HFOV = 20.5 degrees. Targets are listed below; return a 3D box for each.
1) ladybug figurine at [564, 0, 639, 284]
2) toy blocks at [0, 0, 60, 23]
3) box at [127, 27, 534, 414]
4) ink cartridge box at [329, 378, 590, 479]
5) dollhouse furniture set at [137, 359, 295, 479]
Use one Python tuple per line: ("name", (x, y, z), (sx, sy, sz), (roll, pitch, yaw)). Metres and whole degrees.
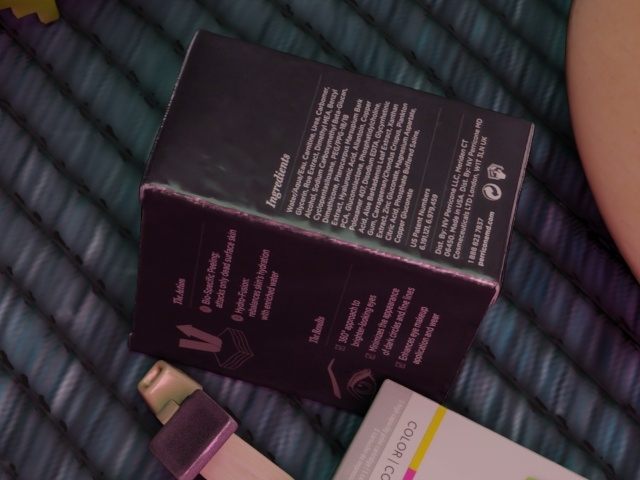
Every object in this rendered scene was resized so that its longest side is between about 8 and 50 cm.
("ladybug figurine", (0.324, -0.019, 0.844), (0.449, 0.162, 0.305), (37, 92, 10))
("toy blocks", (-0.287, -0.195, 0.777), (0.261, 0.381, 0.190), (-20, 64, -6))
("box", (0.000, 0.000, 0.814), (0.158, 0.156, 0.093), (15, 59, 0))
("ink cartridge box", (0.094, 0.162, 0.794), (0.209, 0.062, 0.109), (27, 60, 6))
("dollhouse furniture set", (-0.068, 0.131, 0.816), (0.114, 0.091, 0.081), (-50, 120, -6))
